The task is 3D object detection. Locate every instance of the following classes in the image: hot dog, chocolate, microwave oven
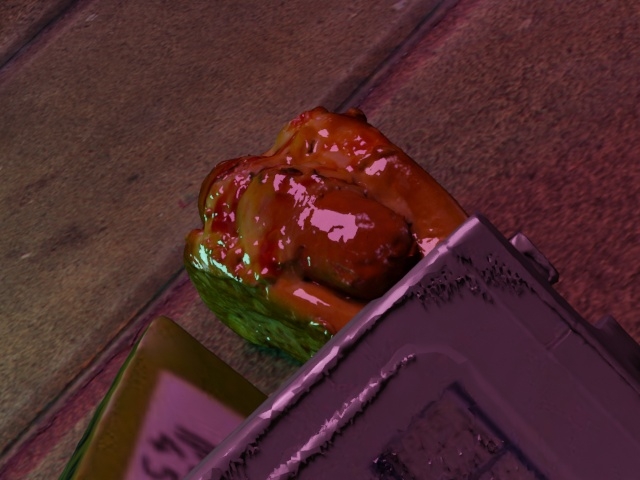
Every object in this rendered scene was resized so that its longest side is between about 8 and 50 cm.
[{"bbox_3d":[0.000,0.000,1.332,0.150,0.153,0.256,-44,29,-19],"label":"hot dog"},{"bbox_3d":[-0.117,0.241,0.970,0.289,0.137,0.301,-58,8,38],"label":"chocolate"},{"bbox_3d":[0.081,0.170,0.760,0.237,0.295,0.181,-43,-4,-2],"label":"microwave oven"}]
